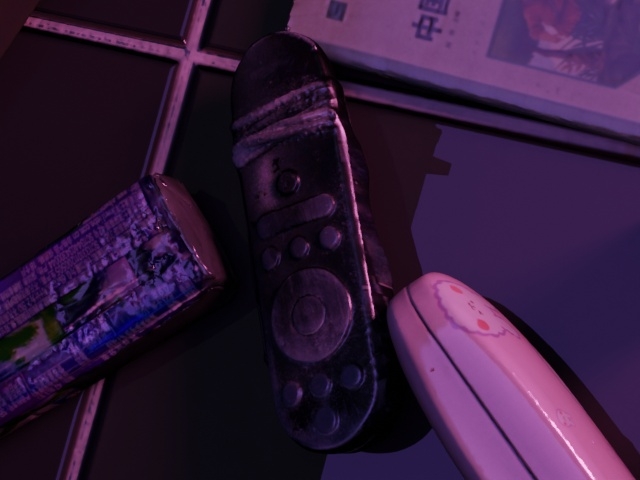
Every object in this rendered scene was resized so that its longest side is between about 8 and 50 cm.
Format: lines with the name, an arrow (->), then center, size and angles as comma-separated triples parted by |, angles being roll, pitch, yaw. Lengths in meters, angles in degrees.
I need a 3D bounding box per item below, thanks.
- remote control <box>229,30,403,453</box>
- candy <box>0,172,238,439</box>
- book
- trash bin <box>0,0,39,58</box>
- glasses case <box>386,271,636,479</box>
remote control -> 0.000, 0.000, 0.882 | 0.090, 0.066, 0.266 | -17, 73, 24
candy -> -0.202, 0.073, 0.937 | 0.312, 0.061, 0.088 | -32, 75, 13
book -> 0.132, -0.183, 0.882 | 0.282, 0.025, 0.215 | 16, 89, 18
trash bin -> -0.274, -0.203, 0.964 | 0.164, 0.122, 0.240 | 35, 96, 12
glasses case -> 0.135, 0.143, 0.786 | 0.075, 0.113, 0.297 | -37, 73, 9
